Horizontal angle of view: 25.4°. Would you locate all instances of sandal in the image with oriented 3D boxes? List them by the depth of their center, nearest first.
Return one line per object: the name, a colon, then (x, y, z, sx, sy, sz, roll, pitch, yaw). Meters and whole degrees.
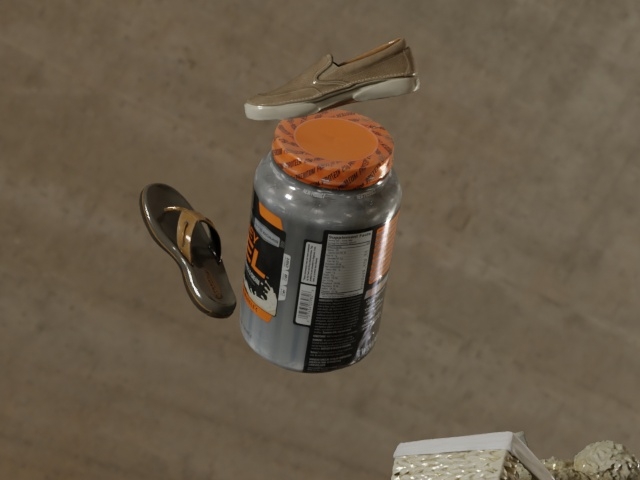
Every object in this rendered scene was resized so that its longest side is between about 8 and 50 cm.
sandal: (-0.171, 0.005, 1.934, 0.090, 0.060, 0.219, -3, 55, -44)

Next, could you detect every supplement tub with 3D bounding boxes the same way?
supplement tub: (0.000, 0.000, 1.853, 0.193, 0.316, 0.194, 6, 33, -4)

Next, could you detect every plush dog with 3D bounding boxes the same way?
plush dog: (0.275, 0.368, 1.753, 0.210, 0.262, 0.225, 20, 10, -3)

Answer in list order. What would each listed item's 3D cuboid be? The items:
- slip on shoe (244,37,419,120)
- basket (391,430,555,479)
slip on shoe: (0.007, -0.122, 1.083, 0.135, 0.041, 0.051, -10, 15, 5)
basket: (0.169, 0.299, 1.642, 0.167, 0.103, 0.113, -13, -48, 37)
